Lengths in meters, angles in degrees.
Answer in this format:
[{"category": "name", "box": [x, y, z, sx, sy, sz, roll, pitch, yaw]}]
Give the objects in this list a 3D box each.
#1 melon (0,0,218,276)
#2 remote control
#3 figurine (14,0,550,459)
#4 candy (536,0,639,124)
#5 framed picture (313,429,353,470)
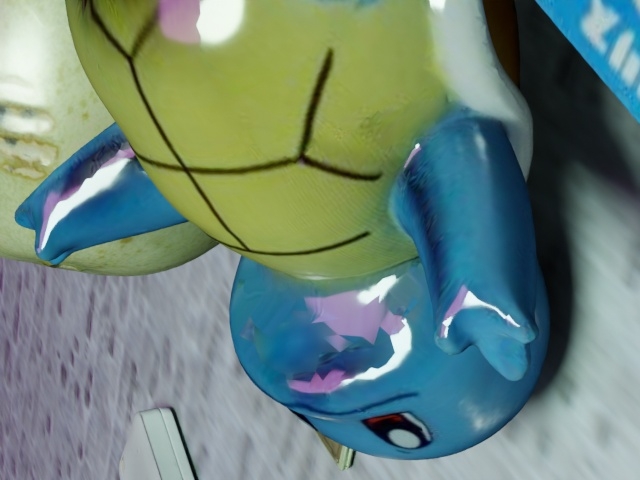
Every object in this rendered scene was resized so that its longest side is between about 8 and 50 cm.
[{"category": "melon", "box": [-0.125, -0.147, 0.813, 0.268, 0.269, 0.330, 171, 107, -65]}, {"category": "remote control", "box": [-0.107, 0.256, 1.138, 0.250, 0.034, 0.103, 65, 148, 35]}, {"category": "figurine", "box": [-0.024, -0.086, 0.602, 0.298, 0.243, 0.416, 3, 109, 36]}, {"category": "candy", "box": [0.160, -0.175, 0.416, 0.157, 0.100, 0.305, -120, 34, -40]}, {"category": "framed picture", "box": [0.000, 0.000, 0.890, 0.173, 0.010, 0.231, 53, 140, 47]}]
